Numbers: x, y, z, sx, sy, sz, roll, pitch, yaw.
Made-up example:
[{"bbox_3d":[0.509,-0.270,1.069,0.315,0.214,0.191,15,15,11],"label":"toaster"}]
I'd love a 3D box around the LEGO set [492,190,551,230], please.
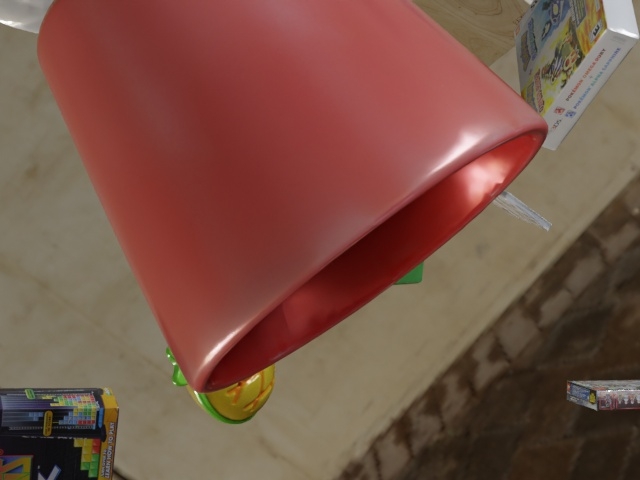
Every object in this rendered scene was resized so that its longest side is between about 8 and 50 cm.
[{"bbox_3d":[0.198,-0.109,1.651,0.060,0.244,0.182,-55,10,2],"label":"LEGO set"}]

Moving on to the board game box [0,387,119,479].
[{"bbox_3d":[-0.257,0.215,1.076,0.048,0.141,0.170,-139,54,-63],"label":"board game box"}]

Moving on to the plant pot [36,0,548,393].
[{"bbox_3d":[-0.036,-0.077,0.788,0.275,0.243,0.275,-36,-10,-7],"label":"plant pot"}]

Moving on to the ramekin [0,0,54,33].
[{"bbox_3d":[-0.232,-0.330,1.154,0.135,0.277,0.277,102,-172,-48],"label":"ramekin"}]

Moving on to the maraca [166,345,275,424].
[{"bbox_3d":[-0.121,0.147,1.464,0.099,0.186,0.127,-11,57,31],"label":"maraca"}]

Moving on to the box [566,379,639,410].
[{"bbox_3d":[0.392,0.193,1.542,0.094,0.137,0.027,-174,85,-78],"label":"box"}]

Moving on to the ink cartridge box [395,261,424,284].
[{"bbox_3d":[0.000,0.000,1.482,0.153,0.208,0.087,23,112,56],"label":"ink cartridge box"}]

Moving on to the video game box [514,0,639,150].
[{"bbox_3d":[0.293,-0.241,1.432,0.187,0.048,0.205,117,161,-46],"label":"video game box"}]

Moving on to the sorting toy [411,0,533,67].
[{"bbox_3d":[0.164,-0.347,1.879,0.255,0.257,0.089,-38,46,32],"label":"sorting toy"}]
